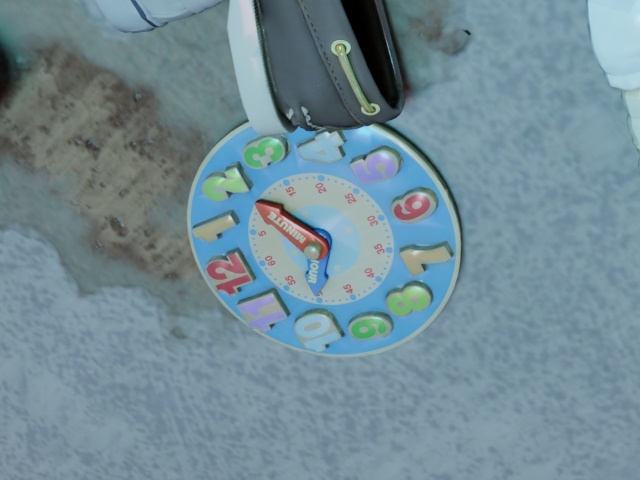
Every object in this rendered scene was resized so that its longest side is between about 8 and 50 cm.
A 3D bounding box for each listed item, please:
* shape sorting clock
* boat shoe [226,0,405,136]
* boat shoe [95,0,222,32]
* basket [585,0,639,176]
[{"bbox_3d":[0.000,0.000,0.863,0.206,0.040,0.206,9,123,15],"label":"shape sorting clock"},{"bbox_3d":[-0.014,-0.210,0.699,0.097,0.116,0.324,0,124,15],"label":"boat shoe"},{"bbox_3d":[-0.132,-0.255,0.723,0.088,0.096,0.267,-11,118,18],"label":"boat shoe"},{"bbox_3d":[0.316,-0.088,0.528,0.331,0.328,0.266,-9,121,23],"label":"basket"}]
